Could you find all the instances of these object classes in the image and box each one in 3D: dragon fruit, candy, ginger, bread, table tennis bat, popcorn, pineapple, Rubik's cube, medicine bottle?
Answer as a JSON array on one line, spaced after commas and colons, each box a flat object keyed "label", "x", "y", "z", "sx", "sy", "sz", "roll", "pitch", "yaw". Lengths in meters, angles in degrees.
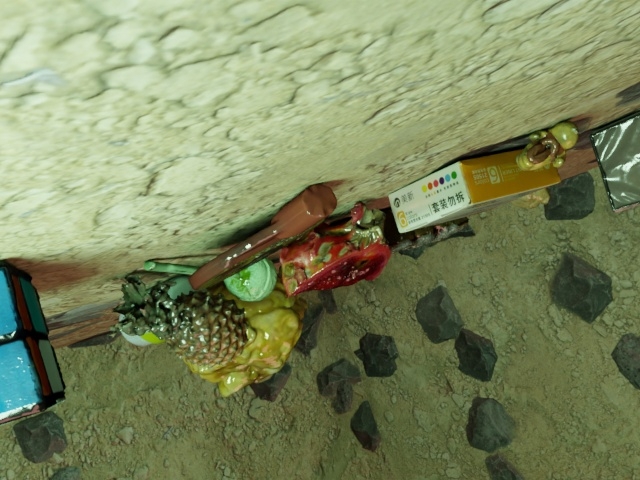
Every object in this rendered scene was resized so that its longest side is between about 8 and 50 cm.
[{"label": "dragon fruit", "x": 0.050, "y": 0.002, "z": 1.243, "sx": 0.262, "sy": 0.134, "sz": 0.211, "roll": -4, "pitch": 152, "yaw": -48}, {"label": "candy", "x": -0.219, "y": 0.067, "z": 1.253, "sx": 0.119, "sy": 0.119, "sz": 0.440, "roll": -20, "pitch": 168, "yaw": 20}, {"label": "ginger", "x": 0.489, "y": -0.126, "z": 1.553, "sx": 0.115, "sy": 0.123, "sz": 0.193, "roll": -38, "pitch": -170, "yaw": -25}, {"label": "bread", "x": 0.169, "y": -0.018, "z": 1.543, "sx": 0.416, "sy": 0.113, "sz": 0.165, "roll": -14, "pitch": 172, "yaw": -31}, {"label": "table tennis bat", "x": -0.087, "y": -0.003, "z": 1.035, "sx": 0.268, "sy": 0.051, "sz": 0.414, "roll": -28, "pitch": 178, "yaw": -30}, {"label": "popcorn", "x": -0.237, "y": 0.246, "z": 1.823, "sx": 0.344, "sy": 0.354, "sz": 0.390, "roll": 111, "pitch": 5, "yaw": -57}, {"label": "pineapple", "x": -0.284, "y": 0.172, "z": 1.253, "sx": 0.175, "sy": 0.175, "sz": 0.361, "roll": -20, "pitch": 161, "yaw": 19}, {"label": "Rubik's cube", "x": -0.423, "y": 0.141, "z": 0.736, "sx": 0.167, "sy": 0.184, "sz": 0.180, "roll": -15, "pitch": 176, "yaw": -17}, {"label": "medicine bottle", "x": -0.383, "y": 0.177, "z": 1.499, "sx": 0.225, "sy": 0.139, "sz": 0.139, "roll": -22, "pitch": 174, "yaw": 38}]

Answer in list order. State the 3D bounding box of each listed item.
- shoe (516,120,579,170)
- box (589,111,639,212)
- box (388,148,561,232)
[{"label": "shoe", "x": 0.394, "y": -0.158, "z": 1.050, "sx": 0.109, "sy": 0.072, "sz": 0.069, "roll": -19, "pitch": 180, "yaw": 7}, {"label": "box", "x": 0.703, "y": -0.185, "z": 1.241, "sx": 0.252, "sy": 0.188, "sz": 0.153, "roll": -20, "pitch": 175, "yaw": 42}, {"label": "box", "x": 0.306, "y": -0.104, "z": 1.216, "sx": 0.273, "sy": 0.091, "sz": 0.220, "roll": -15, "pitch": 174, "yaw": -32}]
